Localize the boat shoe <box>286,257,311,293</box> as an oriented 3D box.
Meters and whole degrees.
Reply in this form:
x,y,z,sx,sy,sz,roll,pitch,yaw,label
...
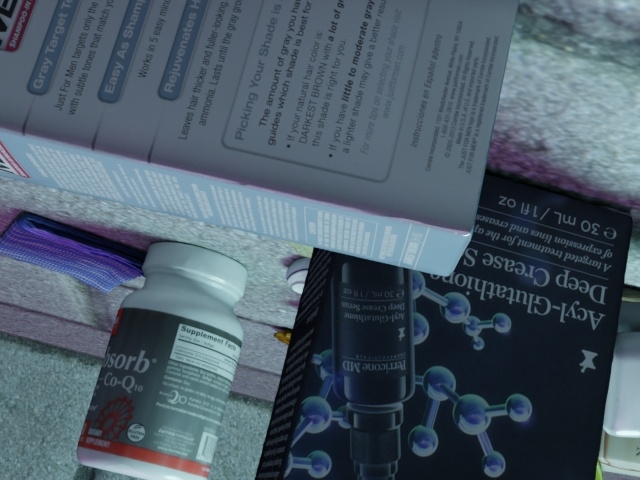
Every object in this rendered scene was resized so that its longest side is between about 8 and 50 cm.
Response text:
x,y,z,sx,sy,sz,roll,pitch,yaw,label
0.017,0.070,1.387,0.083,0.075,0.226,24,160,-30,boat shoe

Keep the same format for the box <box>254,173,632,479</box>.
x,y,z,sx,sy,sz,roll,pitch,yaw,label
0.118,0.138,0.980,0.294,0.395,0.212,15,163,-6,box

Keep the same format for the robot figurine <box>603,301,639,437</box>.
x,y,z,sx,sy,sz,roll,pitch,yaw,label
0.464,0.134,0.973,0.353,0.199,0.300,0,-155,5,robot figurine

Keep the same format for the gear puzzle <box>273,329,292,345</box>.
x,y,z,sx,sy,sz,roll,pitch,yaw,label
0.031,0.253,2.040,0.339,0.044,0.175,29,159,-33,gear puzzle

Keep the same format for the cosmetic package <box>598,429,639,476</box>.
x,y,z,sx,sy,sz,roll,pitch,yaw,label
0.614,0.342,1.665,0.296,0.153,0.129,-2,155,39,cosmetic package

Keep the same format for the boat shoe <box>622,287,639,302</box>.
x,y,z,sx,sy,sz,roll,pitch,yaw,label
0.431,0.143,1.220,0.324,0.120,0.122,13,163,2,boat shoe

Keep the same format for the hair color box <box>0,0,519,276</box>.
x,y,z,sx,sy,sz,roll,pitch,yaw,label
-0.065,-0.113,0.677,0.374,0.185,0.113,13,164,3,hair color box

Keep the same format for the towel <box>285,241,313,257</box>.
x,y,z,sx,sy,sz,roll,pitch,yaw,label
0.000,0.000,1.263,0.110,0.027,0.148,5,161,23,towel

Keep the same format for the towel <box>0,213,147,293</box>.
x,y,z,sx,sy,sz,roll,pitch,yaw,label
-0.454,0.033,1.709,0.243,0.040,0.336,22,162,-22,towel

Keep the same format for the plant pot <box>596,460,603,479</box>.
x,y,z,sx,sy,sz,roll,pitch,yaw,label
0.268,0.500,1.699,0.353,0.366,0.366,14,166,37,plant pot

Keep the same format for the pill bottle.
x,y,z,sx,sy,sz,roll,pitch,yaw,label
-0.243,0.201,1.520,0.210,0.363,0.210,12,163,4,pill bottle
